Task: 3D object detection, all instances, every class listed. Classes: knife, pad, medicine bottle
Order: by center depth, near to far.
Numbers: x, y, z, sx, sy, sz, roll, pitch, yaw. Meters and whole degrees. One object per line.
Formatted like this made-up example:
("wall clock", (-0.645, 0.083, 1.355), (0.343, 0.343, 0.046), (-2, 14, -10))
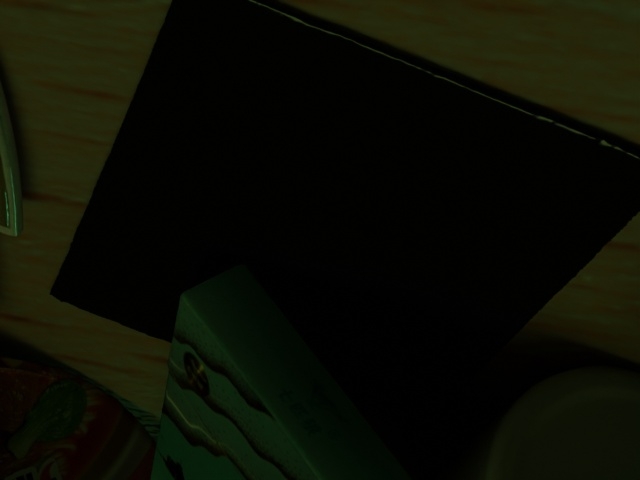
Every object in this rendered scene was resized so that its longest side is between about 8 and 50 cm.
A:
("pad", (0.000, -0.001, 0.845), (0.202, 0.005, 0.300), (21, 151, -7))
("knife", (-0.155, -0.018, 0.877), (0.046, 0.022, 0.256), (21, 147, 7))
("medicine bottle", (0.084, 0.182, 0.984), (0.130, 0.130, 0.341), (21, 150, -7))

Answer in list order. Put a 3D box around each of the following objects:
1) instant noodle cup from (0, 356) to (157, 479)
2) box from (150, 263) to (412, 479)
("instant noodle cup", (-0.221, 0.192, 1.068), (0.250, 0.250, 0.192), (34, 155, -27))
("box", (-0.020, 0.134, 0.929), (0.162, 0.041, 0.229), (51, 153, 21))
